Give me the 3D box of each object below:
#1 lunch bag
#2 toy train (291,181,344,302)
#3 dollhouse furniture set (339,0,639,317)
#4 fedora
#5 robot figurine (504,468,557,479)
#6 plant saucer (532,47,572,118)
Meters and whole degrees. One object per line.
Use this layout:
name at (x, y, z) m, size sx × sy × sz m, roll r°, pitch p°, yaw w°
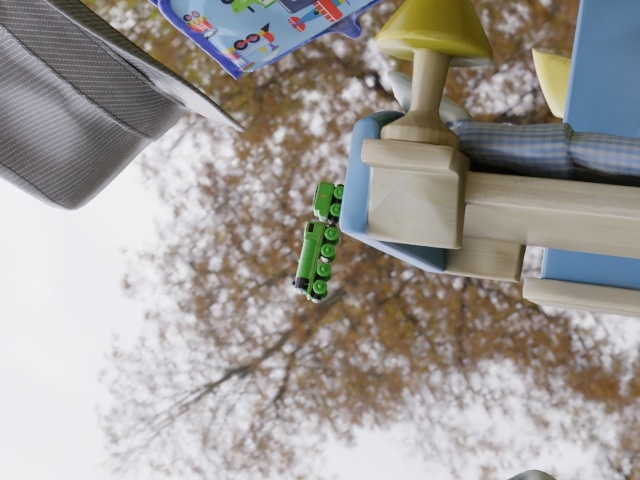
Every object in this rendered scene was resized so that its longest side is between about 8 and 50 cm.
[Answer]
lunch bag at (-0.056, -0.274, 0.997) m, size 0.293 × 0.221 × 0.138 m, roll 43°, pitch -153°, yaw -39°
toy train at (0.000, 0.000, 0.766) m, size 0.017 × 0.024 × 0.083 m, roll 86°, pitch -164°, yaw -69°
dollhouse furniture set at (0.194, -0.066, 0.516) m, size 0.303 × 0.286 × 0.198 m, roll 20°, pitch -102°, yaw -67°
fedora at (-0.193, -0.111, 0.755) m, size 0.275 × 0.124 × 0.244 m, roll 39°, pitch -178°, yaw -3°
robot figurine at (0.222, 0.313, 0.819) m, size 0.353 × 0.200 × 0.300 m, roll 42°, pitch -136°, yaw -12°
plant saucer at (0.448, -0.180, 1.621) m, size 0.333 × 0.081 × 0.333 m, roll 18°, pitch -168°, yaw 11°
